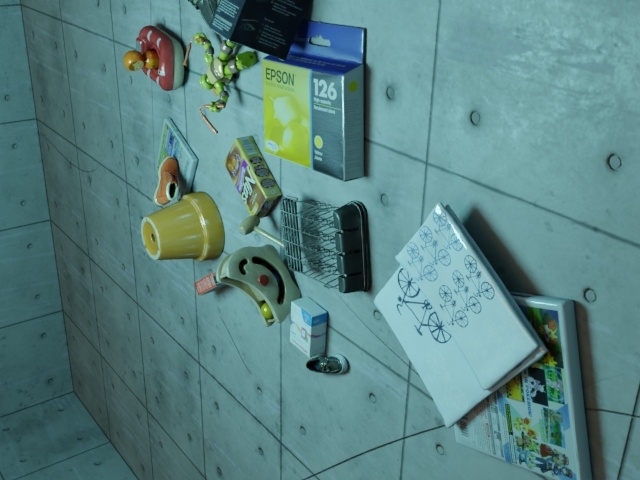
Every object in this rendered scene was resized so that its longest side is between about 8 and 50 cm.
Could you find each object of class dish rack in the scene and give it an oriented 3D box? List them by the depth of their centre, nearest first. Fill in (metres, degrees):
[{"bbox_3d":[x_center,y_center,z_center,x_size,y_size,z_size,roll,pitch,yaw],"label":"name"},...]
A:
[{"bbox_3d":[0.000,0.000,1.746,0.271,0.074,0.209,19,118,53],"label":"dish rack"}]

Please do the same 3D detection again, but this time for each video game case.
[{"bbox_3d":[0.342,0.250,1.379,0.300,0.036,0.329,5,107,55],"label":"video game case"},{"bbox_3d":[-0.443,-0.234,2.337,0.193,0.023,0.212,54,143,27],"label":"video game case"}]

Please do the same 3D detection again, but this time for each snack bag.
[{"bbox_3d":[0.233,0.149,1.431,0.323,0.037,0.343,59,144,22],"label":"snack bag"}]

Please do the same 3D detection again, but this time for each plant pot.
[{"bbox_3d":[-0.413,-0.026,2.230,0.205,0.187,0.205,28,126,48],"label":"plant pot"}]

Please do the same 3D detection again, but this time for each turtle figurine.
[{"bbox_3d":[-0.244,-0.420,1.908,0.217,0.087,0.270,-28,71,49],"label":"turtle figurine"}]

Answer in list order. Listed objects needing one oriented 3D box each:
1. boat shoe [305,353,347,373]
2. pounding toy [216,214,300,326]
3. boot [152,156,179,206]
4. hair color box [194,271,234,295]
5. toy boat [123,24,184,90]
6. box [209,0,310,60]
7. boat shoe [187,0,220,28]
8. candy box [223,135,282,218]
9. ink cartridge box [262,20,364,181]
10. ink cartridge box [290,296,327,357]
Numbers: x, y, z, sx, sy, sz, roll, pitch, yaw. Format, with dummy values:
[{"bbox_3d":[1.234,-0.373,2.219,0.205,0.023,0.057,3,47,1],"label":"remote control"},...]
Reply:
[{"bbox_3d":[0.015,0.308,1.877,0.142,0.040,0.049,-14,92,57],"label":"boat shoe"},{"bbox_3d":[-0.152,0.081,1.892,0.154,0.154,0.270,-25,96,57],"label":"pounding toy"},{"bbox_3d":[-0.443,-0.180,2.255,0.084,0.059,0.158,-14,62,48],"label":"boot"},{"bbox_3d":[-0.311,0.122,2.249,0.141,0.071,0.043,-26,82,55],"label":"hair color box"},{"bbox_3d":[-0.485,-0.513,2.164,0.231,0.151,0.151,40,134,41],"label":"toy boat"},{"bbox_3d":[-0.124,-0.484,1.603,0.093,0.155,0.158,41,113,41],"label":"box"},{"bbox_3d":[-0.313,-0.630,1.931,0.080,0.073,0.224,-33,76,56],"label":"boat shoe"},{"bbox_3d":[-0.175,-0.160,1.949,0.187,0.053,0.109,60,144,17],"label":"candy box"},{"bbox_3d":[-0.022,-0.310,1.648,0.303,0.072,0.308,26,126,49],"label":"ink cartridge box"},{"bbox_3d":[-0.030,0.216,1.894,0.088,0.052,0.123,33,130,45],"label":"ink cartridge box"}]
